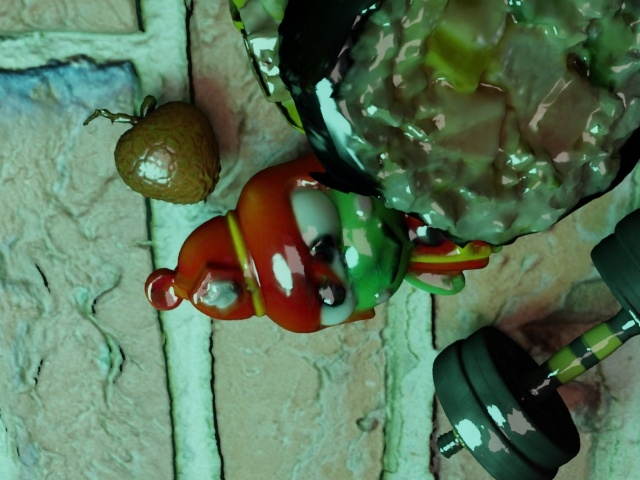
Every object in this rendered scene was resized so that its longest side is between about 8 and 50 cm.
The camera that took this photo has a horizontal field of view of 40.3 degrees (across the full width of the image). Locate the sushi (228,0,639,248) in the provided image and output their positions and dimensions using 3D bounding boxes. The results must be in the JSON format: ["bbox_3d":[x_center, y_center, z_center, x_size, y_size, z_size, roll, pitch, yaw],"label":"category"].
[{"bbox_3d":[0.107,-0.190,0.726,0.329,0.285,0.328,18,104,-29],"label":"sushi"}]

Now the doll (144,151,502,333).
[{"bbox_3d":[0.001,0.000,0.879,0.363,0.160,0.182,-17,117,-10],"label":"doll"}]

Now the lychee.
[{"bbox_3d":[-0.167,-0.093,0.885,0.140,0.101,0.114,34,122,-19],"label":"lychee"}]

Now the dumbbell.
[{"bbox_3d":[0.280,0.119,0.922,0.388,0.185,0.185,-39,108,19],"label":"dumbbell"}]
